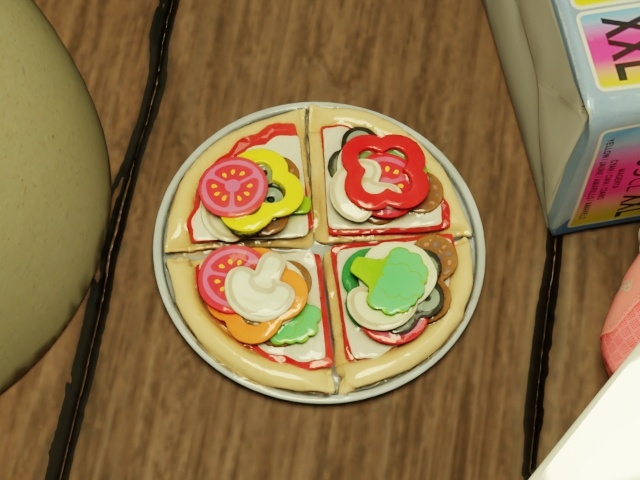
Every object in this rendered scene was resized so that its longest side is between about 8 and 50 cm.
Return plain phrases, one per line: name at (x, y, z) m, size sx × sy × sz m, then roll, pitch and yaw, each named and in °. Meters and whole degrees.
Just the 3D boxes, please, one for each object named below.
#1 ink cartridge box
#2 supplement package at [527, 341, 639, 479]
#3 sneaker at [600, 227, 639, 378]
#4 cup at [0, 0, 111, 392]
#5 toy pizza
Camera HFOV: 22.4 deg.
ink cartridge box at (0.308, -0.180, 1.008) m, size 0.395 × 0.151 × 0.270 m, roll -8°, pitch 65°, yaw -9°
supplement package at (0.176, 0.192, 0.785) m, size 0.204 × 0.145 × 0.262 m, roll 39°, pitch 88°, yaw 15°
sneaker at (0.302, 0.097, 0.911) m, size 0.314 × 0.116 × 0.136 m, roll 28°, pitch 76°, yaw 18°
cup at (-0.287, -0.074, 0.877) m, size 0.331 × 0.237 × 0.331 m, roll 1°, pitch 65°, yaw -3°
toy pizza at (0.000, 0.000, 0.968) m, size 0.201 × 0.032 × 0.201 m, roll 1°, pitch 64°, yaw -3°
